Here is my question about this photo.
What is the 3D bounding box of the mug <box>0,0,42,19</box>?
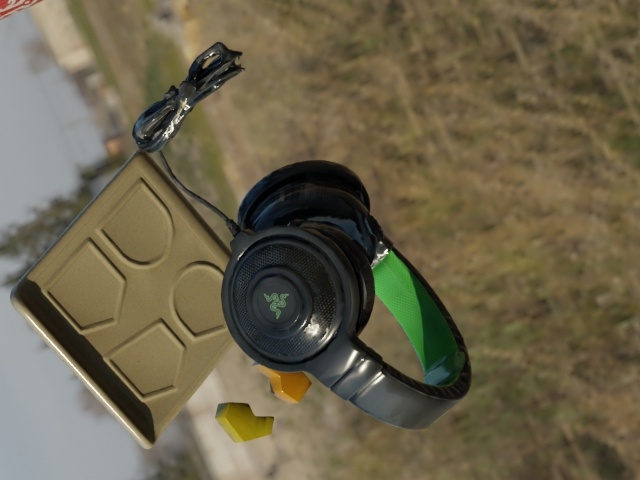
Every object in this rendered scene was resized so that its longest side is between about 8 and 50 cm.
[{"bbox_3d":[-0.258,-0.259,1.557,0.113,0.169,0.150,59,169,11],"label":"mug"}]

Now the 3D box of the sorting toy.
[{"bbox_3d":[-0.149,0.091,1.810,0.041,0.229,0.307,-12,124,50],"label":"sorting toy"}]

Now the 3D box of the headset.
[{"bbox_3d":[0.000,0.000,1.650,0.394,0.185,0.243,39,-157,-15],"label":"headset"}]
